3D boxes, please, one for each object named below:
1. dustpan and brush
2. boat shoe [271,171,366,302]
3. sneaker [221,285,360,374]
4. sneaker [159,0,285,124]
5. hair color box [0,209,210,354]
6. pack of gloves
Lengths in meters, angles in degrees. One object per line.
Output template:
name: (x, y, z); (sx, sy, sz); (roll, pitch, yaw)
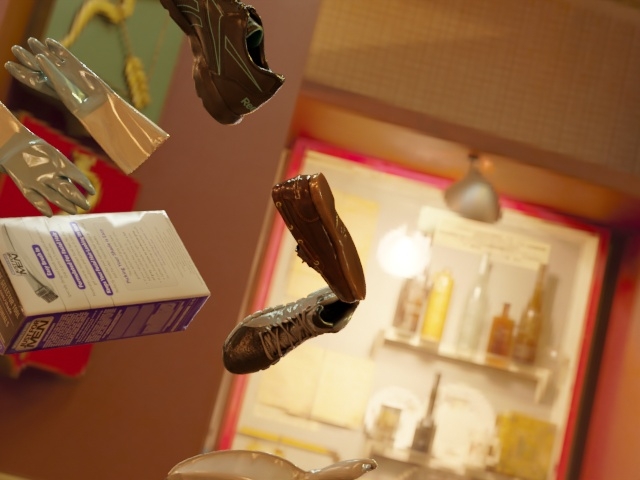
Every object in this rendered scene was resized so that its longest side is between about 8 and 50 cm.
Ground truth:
dustpan and brush: (-0.040, 0.268, 1.316); (0.211, 0.060, 0.147); (-12, -58, 25)
boat shoe: (0.000, 0.000, 1.607); (0.073, 0.073, 0.207); (-14, -58, 16)
sneaker: (-0.041, 0.129, 1.851); (0.086, 0.229, 0.132); (61, -14, -3)
sneaker: (-0.130, -0.285, 1.582); (0.106, 0.267, 0.101); (-25, -5, 25)
hair color box: (-0.361, 0.059, 1.913); (0.339, 0.185, 0.110); (-3, -38, -44)
pack of gloves: (-0.338, -0.151, 1.546); (0.232, 0.195, 0.046); (40, -27, 6)
